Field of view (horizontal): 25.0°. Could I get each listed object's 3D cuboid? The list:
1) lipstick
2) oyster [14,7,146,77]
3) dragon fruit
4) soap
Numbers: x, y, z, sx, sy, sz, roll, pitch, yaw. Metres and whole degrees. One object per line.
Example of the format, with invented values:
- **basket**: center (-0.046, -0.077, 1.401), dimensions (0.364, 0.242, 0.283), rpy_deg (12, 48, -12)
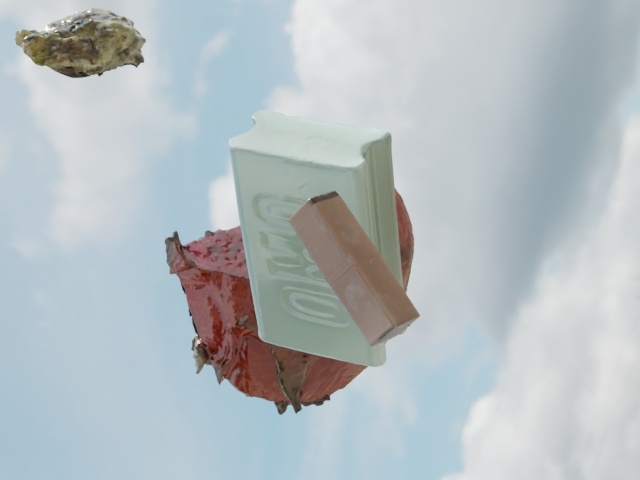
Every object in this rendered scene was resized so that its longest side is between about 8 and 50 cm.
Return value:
- **lipstick**: center (0.031, 0.025, 1.343), dimensions (0.045, 0.145, 0.045), rpy_deg (-19, -20, -50)
- **oyster**: center (-0.264, -0.219, 1.610), dimensions (0.165, 0.108, 0.053), rpy_deg (-38, -14, -43)
- **dragon fruit**: center (-0.007, 0.085, 1.873), dimensions (0.343, 0.100, 0.282), rpy_deg (-18, -75, -19)
- **soap**: center (0.000, 0.000, 1.553), dimensions (0.087, 0.159, 0.265), rpy_deg (-54, -33, -45)
